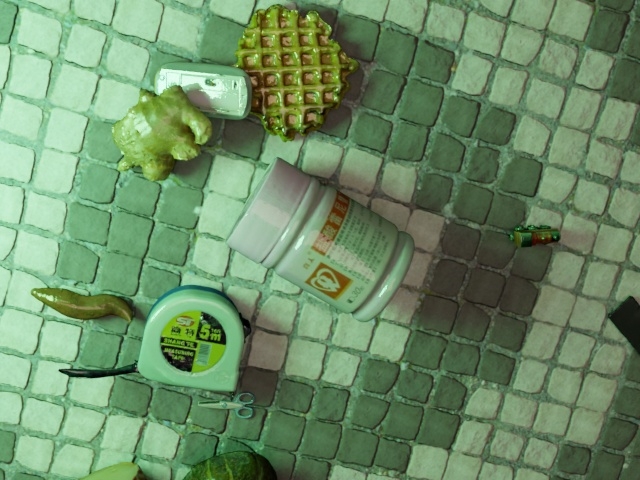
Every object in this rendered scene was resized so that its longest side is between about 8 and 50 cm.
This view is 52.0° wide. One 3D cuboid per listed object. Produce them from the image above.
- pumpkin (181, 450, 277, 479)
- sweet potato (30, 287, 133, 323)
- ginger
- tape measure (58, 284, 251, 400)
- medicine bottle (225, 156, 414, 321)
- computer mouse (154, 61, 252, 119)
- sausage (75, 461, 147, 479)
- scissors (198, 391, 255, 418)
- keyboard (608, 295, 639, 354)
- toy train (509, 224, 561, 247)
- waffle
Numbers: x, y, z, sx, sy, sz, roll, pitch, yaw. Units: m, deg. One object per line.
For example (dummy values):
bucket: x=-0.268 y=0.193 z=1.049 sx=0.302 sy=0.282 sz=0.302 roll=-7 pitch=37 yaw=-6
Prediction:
pumpkin: x=-0.196 y=0.531 z=1.361 sx=0.218 sy=0.162 sz=0.219 roll=-11 pitch=123 yaw=-18
sweet potato: x=-0.475 y=0.129 z=1.312 sx=0.202 sy=0.058 sz=0.055 roll=10 pitch=57 yaw=-12
ginger: x=-0.312 y=-0.198 z=1.244 sx=0.216 sy=0.102 sz=0.157 roll=-35 pitch=107 yaw=22
tape measure: x=-0.320 y=0.190 z=1.306 sx=0.351 sy=0.098 sz=0.216 roll=11 pitch=99 yaw=-15
medicine bottle: x=0.000 y=0.000 z=1.263 sx=0.315 sy=0.202 sz=0.202 roll=30 pitch=95 yaw=-10
computer mouse: x=-0.222 y=-0.287 z=1.260 sx=0.198 sy=0.045 sz=0.102 roll=8 pitch=109 yaw=13
sausage: x=-0.404 y=0.621 z=1.310 sx=0.233 sy=0.233 sz=0.287 roll=-27 pitch=101 yaw=-1
scissors: x=-0.200 y=0.349 z=1.394 sx=0.119 sy=0.014 sz=0.058 roll=4 pitch=98 yaw=-10
keyboard: x=0.725 y=0.214 z=1.469 sx=0.074 sy=0.015 sz=0.196 roll=-42 pitch=100 yaw=6
toy train: x=0.454 y=-0.008 z=1.379 sx=0.103 sy=0.064 sz=0.044 roll=-3 pitch=98 yaw=-5
waffle: x=-0.059 y=-0.332 z=1.284 sx=0.237 sy=0.059 sz=0.243 roll=38 pitch=92 yaw=-6
